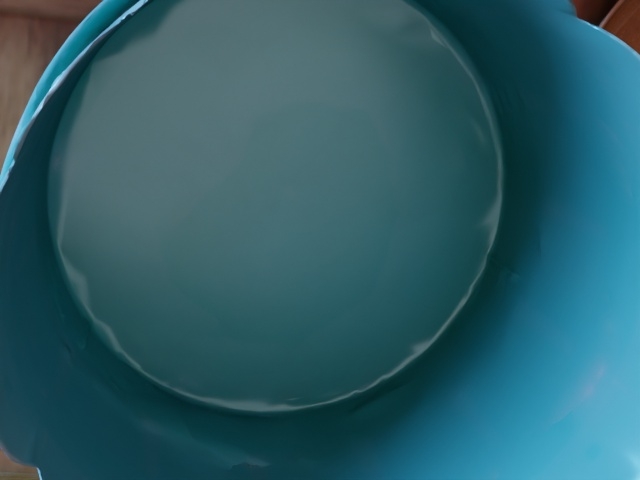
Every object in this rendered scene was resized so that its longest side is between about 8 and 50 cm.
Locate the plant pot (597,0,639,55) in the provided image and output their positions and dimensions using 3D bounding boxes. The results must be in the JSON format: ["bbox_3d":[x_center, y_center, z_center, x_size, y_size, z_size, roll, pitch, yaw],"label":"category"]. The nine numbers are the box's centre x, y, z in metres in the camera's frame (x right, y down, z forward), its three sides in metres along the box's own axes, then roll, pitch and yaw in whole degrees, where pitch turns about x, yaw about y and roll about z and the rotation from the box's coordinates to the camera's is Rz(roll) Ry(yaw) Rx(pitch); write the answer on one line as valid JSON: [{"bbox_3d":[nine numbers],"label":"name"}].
[{"bbox_3d":[0.227,-0.049,0.600,0.236,0.032,0.236,-4,107,-12],"label":"plant pot"}]

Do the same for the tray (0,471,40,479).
[{"bbox_3d":[-0.030,0.182,0.519,0.411,0.203,0.076,4,104,-13],"label":"tray"}]

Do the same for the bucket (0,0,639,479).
[{"bbox_3d":[0.000,0.000,0.485,0.281,0.183,0.281,-3,106,-12],"label":"bucket"}]
